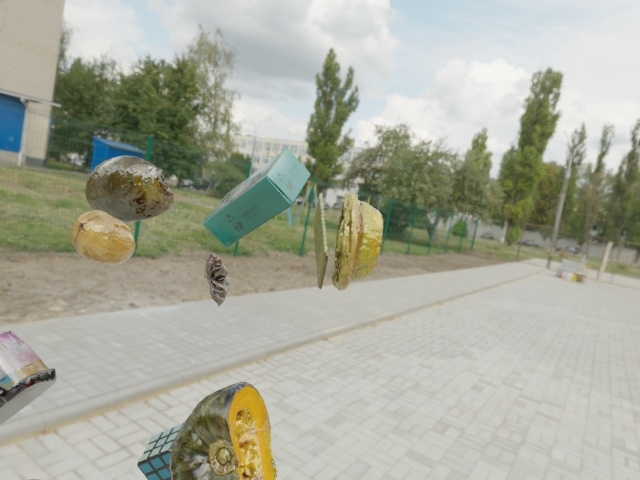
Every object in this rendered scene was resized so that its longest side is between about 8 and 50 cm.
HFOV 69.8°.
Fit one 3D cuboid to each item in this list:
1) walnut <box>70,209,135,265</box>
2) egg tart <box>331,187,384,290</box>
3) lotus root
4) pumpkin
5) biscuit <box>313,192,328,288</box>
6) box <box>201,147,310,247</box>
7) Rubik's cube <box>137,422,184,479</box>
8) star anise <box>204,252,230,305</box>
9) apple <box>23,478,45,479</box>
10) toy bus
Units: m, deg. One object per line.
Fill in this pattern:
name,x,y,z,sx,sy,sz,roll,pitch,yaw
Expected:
walnut,-0.588,0.000,1.250,0.144,0.144,0.180,12,-15,13
egg tart,0.092,0.000,1.203,0.118,0.288,0.288,5,5,-2
lotus root,-0.681,-0.170,1.582,0.314,0.210,0.142,-3,35,27
pumpkin,-0.242,0.536,1.148,0.232,0.325,0.242,-20,-28,24
biscuit,0.000,0.000,1.175,0.016,0.139,0.231,3,44,-8
box,-0.156,-0.101,1.114,0.092,0.245,0.153,48,34,-17
Rubik's cube,-0.563,0.826,1.744,0.162,0.160,0.163,-27,13,9
star anise,-0.417,0.147,1.848,0.073,0.212,0.197,-9,-28,-29
apple,-0.738,0.706,1.122,0.218,0.218,0.201,12,-11,8
toy bus,-0.799,0.367,0.984,0.162,0.386,0.171,50,-12,4
